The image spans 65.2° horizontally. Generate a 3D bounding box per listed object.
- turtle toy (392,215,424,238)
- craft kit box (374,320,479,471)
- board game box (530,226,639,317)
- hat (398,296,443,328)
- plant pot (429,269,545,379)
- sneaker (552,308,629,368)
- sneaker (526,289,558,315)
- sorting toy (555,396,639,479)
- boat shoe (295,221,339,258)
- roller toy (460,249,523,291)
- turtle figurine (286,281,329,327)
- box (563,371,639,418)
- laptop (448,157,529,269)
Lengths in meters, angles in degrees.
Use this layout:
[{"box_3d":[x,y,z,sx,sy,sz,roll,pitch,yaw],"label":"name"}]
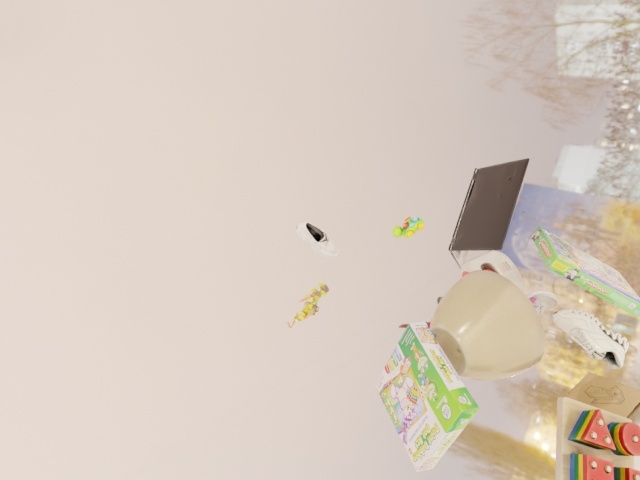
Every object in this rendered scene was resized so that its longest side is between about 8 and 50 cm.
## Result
[{"box_3d":[0.333,-0.049,1.885,0.130,0.066,0.095,-35,-3,8],"label":"turtle toy"},{"box_3d":[0.238,0.367,1.187,0.060,0.247,0.250,-2,-50,-27],"label":"craft kit box"},{"box_3d":[0.814,0.091,1.537,0.046,0.317,0.214,-59,7,26],"label":"board game box"},{"box_3d":[0.356,0.287,1.517,0.183,0.208,0.173,-41,-10,-13],"label":"hat"},{"box_3d":[0.390,0.241,1.281,0.190,0.284,0.284,-21,-56,-26],"label":"plant pot"},{"box_3d":[0.950,0.343,1.760,0.118,0.292,0.110,-60,0,-36],"label":"sneaker"},{"box_3d":[0.796,0.275,1.912,0.252,0.111,0.103,-17,-46,-3],"label":"sneaker"},{"box_3d":[0.787,0.592,1.384,0.089,0.256,0.256,135,153,-61],"label":"sorting toy"},{"box_3d":[0.000,0.000,2.368,0.258,0.084,0.095,33,-118,-25],"label":"boat shoe"},{"box_3d":[0.586,0.138,1.699,0.146,0.209,0.191,-25,-71,-8],"label":"roller toy"},{"box_3d":[-0.040,0.281,2.221,0.217,0.087,0.270,-50,-9,-44],"label":"turtle figurine"},{"box_3d":[0.939,0.517,1.653,0.164,0.201,0.021,-30,-71,-23],"label":"box"},{"box_3d":[0.703,-0.090,2.060,0.408,0.236,0.382,41,-113,-57],"label":"laptop"}]
